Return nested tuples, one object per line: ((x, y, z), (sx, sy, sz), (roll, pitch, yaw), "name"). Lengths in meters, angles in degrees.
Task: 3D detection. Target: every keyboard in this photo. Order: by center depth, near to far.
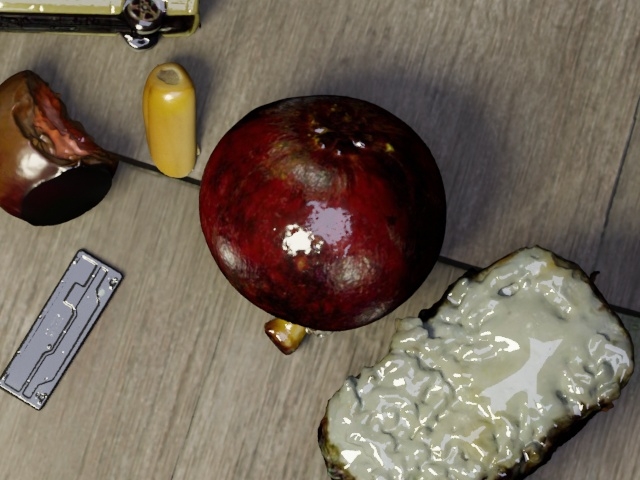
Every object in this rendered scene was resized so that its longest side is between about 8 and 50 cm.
((-0.249, 0.085, 1.858), (0.053, 0.010, 0.155), (32, 83, -2), "keyboard")

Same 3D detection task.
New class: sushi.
((0.147, 0.138, 1.818), (0.343, 0.182, 0.196), (-40, 86, -8), "sushi")

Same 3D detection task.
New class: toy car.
((-0.241, -0.248, 1.839), (0.256, 0.101, 0.124), (1, 81, -8), "toy car")

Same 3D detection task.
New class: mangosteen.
((0.000, 0.000, 1.808), (0.235, 0.235, 0.261), (8, 128, -6), "mangosteen")

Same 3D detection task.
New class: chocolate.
((-0.261, -0.092, 1.820), (0.127, 0.124, 0.133), (-18, 56, -5), "chocolate")

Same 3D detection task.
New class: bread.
((-0.146, -0.118, 1.870), (0.049, 0.103, 0.062), (-13, 44, -17), "bread")
